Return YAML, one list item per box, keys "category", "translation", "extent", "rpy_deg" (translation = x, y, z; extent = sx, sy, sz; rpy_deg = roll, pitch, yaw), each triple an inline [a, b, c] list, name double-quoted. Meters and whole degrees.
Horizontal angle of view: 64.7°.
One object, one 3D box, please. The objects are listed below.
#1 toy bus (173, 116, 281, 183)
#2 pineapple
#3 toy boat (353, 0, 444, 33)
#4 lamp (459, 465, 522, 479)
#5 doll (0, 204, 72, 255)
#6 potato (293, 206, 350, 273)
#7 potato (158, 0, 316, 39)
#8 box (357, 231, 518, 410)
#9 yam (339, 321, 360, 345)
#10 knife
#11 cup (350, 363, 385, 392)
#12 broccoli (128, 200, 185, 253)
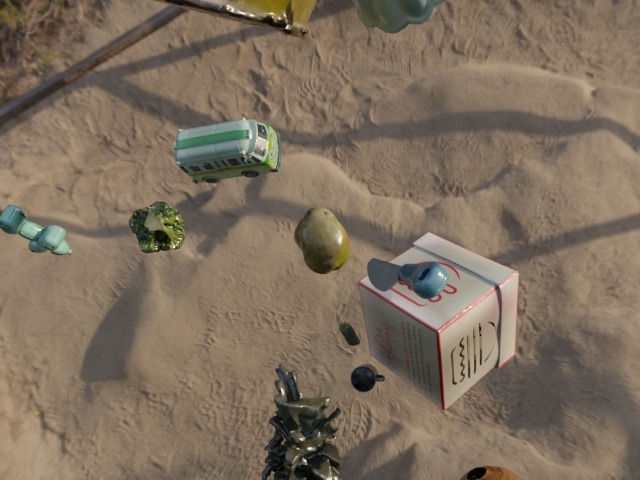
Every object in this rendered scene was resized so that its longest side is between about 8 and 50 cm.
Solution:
- category: "toy bus"
  translation: [-0.264, -0.254, 1.424]
  extent: [0.276, 0.165, 0.133]
  rpy_deg: [-7, 75, 17]
- category: "pineapple"
  translation: [-0.030, 0.356, 0.743]
  extent: [0.169, 0.169, 0.340]
  rpy_deg: [2, 81, 6]
- category: "toy boat"
  translation: [0.108, -0.442, 0.683]
  extent: [0.200, 0.100, 0.290]
  rpy_deg: [16, 99, 35]
- category: "lamp"
  translation: [0.288, 0.444, 0.840]
  extent: [0.137, 0.136, 0.136]
  rpy_deg: [-1, 76, 5]
- category: "doll"
  translation: [-0.607, -0.011, 1.086]
  extent: [0.159, 0.159, 0.059]
  rpy_deg: [31, 67, -30]
- category: "potato"
  translation: [0.004, -0.001, 1.521]
  extent: [0.137, 0.154, 0.200]
  rpy_deg: [-20, 70, -19]
- category: "potato"
  translation: [-0.125, -0.394, 0.536]
  extent: [0.397, 0.290, 0.295]
  rpy_deg: [36, 118, 41]
- category: "box"
  translation: [0.324, 0.214, 1.401]
  extent: [0.300, 0.314, 0.312]
  rpy_deg: [-30, 37, -26]
- category: "yam"
  translation: [0.094, 0.305, 1.631]
  extent: [0.043, 0.094, 0.043]
  rpy_deg: [-20, 32, 13]
- category: "knife"
  translation: [0.111, 0.053, 0.752]
  extent: [0.032, 0.244, 0.058]
  rpy_deg: [36, 79, -15]
- category: "cup"
  translation: [0.148, 0.417, 1.542]
  extent: [0.100, 0.077, 0.078]
  rpy_deg: [2, 87, 17]
- category: "broccoli"
  translation: [-0.458, -0.033, 1.439]
  extent: [0.146, 0.138, 0.162]
  rpy_deg: [-33, 86, -9]
